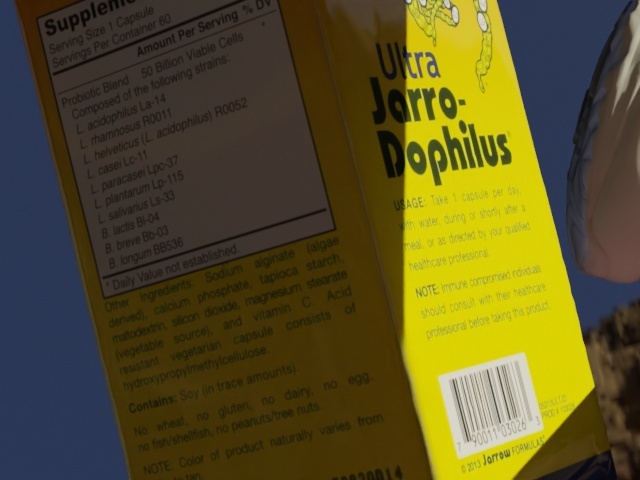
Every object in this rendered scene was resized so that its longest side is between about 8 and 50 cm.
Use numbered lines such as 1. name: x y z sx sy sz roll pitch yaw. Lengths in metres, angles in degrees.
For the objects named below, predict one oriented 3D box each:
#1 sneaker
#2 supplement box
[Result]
1. sneaker: 0.175 -0.073 0.755 0.115 0.090 0.232 28 -110 9
2. supplement box: 0.000 0.000 1.091 0.194 0.195 0.356 -16 -94 34
